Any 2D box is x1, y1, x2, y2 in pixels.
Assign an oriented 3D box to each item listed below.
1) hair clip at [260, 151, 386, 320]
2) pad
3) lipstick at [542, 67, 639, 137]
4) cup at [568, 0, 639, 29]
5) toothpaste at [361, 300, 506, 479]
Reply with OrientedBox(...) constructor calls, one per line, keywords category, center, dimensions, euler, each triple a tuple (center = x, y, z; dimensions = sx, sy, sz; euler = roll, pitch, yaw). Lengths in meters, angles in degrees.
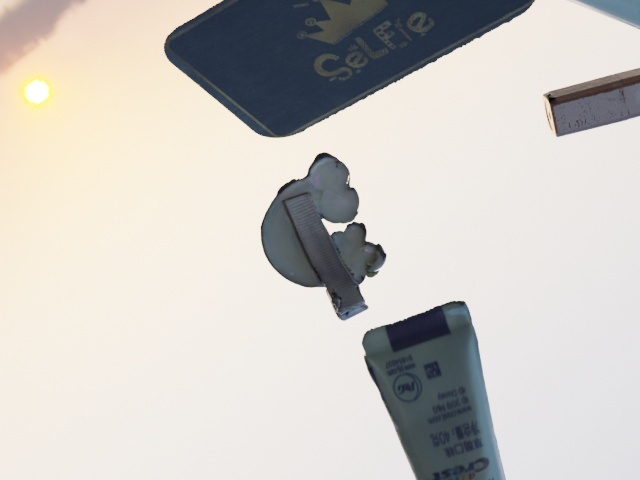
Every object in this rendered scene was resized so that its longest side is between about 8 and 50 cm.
OrientedBox(category="hair clip", center=(0.000, 0.000, 1.398), dimensions=(0.116, 0.172, 0.049), euler=(-21, 162, -13))
OrientedBox(category="pad", center=(0.058, -0.202, 1.476), dimensions=(0.375, 0.315, 0.063), euler=(-26, -125, 22))
OrientedBox(category="lipstick", center=(0.307, -0.148, 1.407), dimensions=(0.145, 0.045, 0.045), euler=(-15, -164, 2))
OrientedBox(category="cup", center=(0.247, -0.232, 1.054), dimensions=(0.235, 0.148, 0.134), euler=(20, -116, 20))
OrientedBox(category="toothpaste", center=(0.080, 0.142, 0.715), dimensions=(0.062, 0.216, 0.037), euler=(-18, -178, -10))
